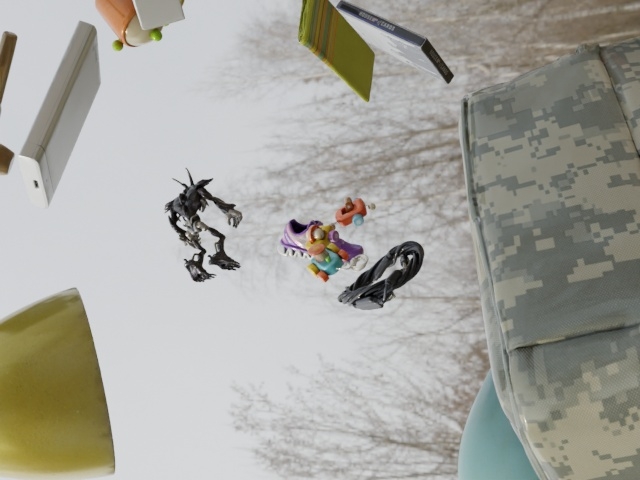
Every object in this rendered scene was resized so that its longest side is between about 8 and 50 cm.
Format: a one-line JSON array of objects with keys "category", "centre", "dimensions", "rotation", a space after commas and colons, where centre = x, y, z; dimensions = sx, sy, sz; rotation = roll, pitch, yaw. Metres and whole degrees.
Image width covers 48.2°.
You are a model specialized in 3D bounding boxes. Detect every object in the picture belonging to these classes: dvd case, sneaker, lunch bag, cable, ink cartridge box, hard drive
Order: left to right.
[{"category": "hard drive", "centre": [-0.568, -0.274, 1.582], "dimensions": [0.233, 0.047, 0.353], "rotation": [121, 163, -63]}, {"category": "ink cartridge box", "centre": [-0.196, -0.310, 0.795], "dimensions": [0.088, 0.052, 0.122], "rotation": [84, 164, -53]}, {"category": "sneaker", "centre": [0.000, 0.000, 1.897], "dimensions": [0.095, 0.236, 0.105], "rotation": [-50, -32, -64]}, {"category": "cable", "centre": [0.102, 0.060, 1.250], "dimensions": [0.047, 0.184, 0.150], "rotation": [45, -116, -12]}, {"category": "dvd case", "centre": [0.160, -0.425, 1.535], "dimensions": [0.030, 0.238, 0.179], "rotation": [-57, -31, 5]}, {"category": "lunch bag", "centre": [0.242, 0.011, 0.432], "dimensions": [0.212, 0.256, 0.305], "rotation": [52, -151, -35]}]

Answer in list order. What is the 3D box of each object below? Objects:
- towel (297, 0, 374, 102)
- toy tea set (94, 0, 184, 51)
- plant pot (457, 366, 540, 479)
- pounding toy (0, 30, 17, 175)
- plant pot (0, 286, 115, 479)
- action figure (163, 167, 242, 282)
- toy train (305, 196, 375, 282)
[{"category": "towel", "centre": [0.031, -0.329, 1.221], "dimensions": [0.237, 0.021, 0.102], "rotation": [27, -112, -57]}, {"category": "toy tea set", "centre": [-0.248, -0.456, 1.175], "dimensions": [0.200, 0.124, 0.336], "rotation": [-38, -13, -41]}, {"category": "plant pot", "centre": [0.320, 0.287, 0.951], "dimensions": [0.235, 0.293, 0.293], "rotation": [-50, -43, -20]}, {"category": "pounding toy", "centre": [-0.358, -0.141, 0.613], "dimensions": [0.269, 0.154, 0.155], "rotation": [125, 152, -64]}, {"category": "plant pot", "centre": [-0.203, 0.107, 0.489], "dimensions": [0.095, 0.134, 0.134], "rotation": [-12, -79, -24]}, {"category": "action figure", "centre": [-0.282, -0.035, 1.713], "dimensions": [0.141, 0.164, 0.276], "rotation": [35, -148, -56]}, {"category": "toy train", "centre": [0.026, -0.010, 1.135], "dimensions": [0.046, 0.125, 0.166], "rotation": [52, -156, -32]}]
